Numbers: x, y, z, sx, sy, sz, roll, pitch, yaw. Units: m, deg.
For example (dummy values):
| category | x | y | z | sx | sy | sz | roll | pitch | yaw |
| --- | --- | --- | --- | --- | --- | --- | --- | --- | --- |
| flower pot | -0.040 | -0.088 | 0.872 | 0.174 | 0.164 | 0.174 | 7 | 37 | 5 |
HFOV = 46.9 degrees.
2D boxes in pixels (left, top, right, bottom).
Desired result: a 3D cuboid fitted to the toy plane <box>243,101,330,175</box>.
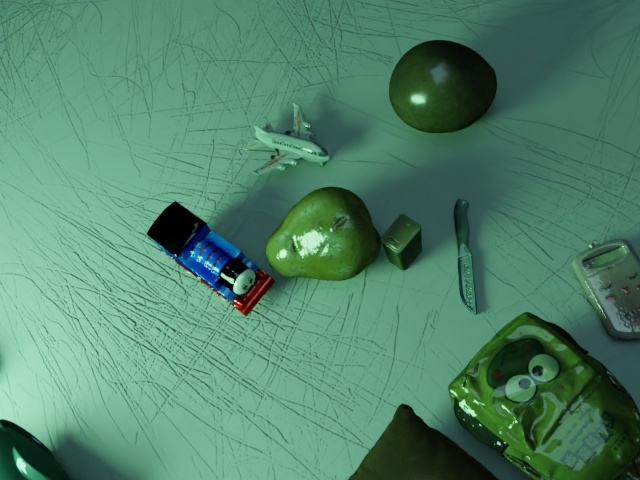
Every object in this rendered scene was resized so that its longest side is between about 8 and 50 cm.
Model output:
| category | x | y | z | sx | sy | sz | roll | pitch | yaw |
| --- | --- | --- | --- | --- | --- | --- | --- | --- | --- |
| toy plane | -0.055 | -0.175 | 1.358 | 0.171 | 0.065 | 0.162 | 24 | 72 | 18 |

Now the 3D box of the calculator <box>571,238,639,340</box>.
| category | x | y | z | sx | sy | sz | roll | pitch | yaw |
| --- | --- | --- | --- | --- | --- | --- | --- | --- | --- |
| calculator | 0.468 | 0.073 | 1.157 | 0.100 | 0.032 | 0.175 | -22 | 63 | 1 |

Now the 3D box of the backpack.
| category | x | y | z | sx | sy | sz | roll | pitch | yaw |
| --- | --- | --- | --- | --- | --- | --- | --- | --- | --- |
| backpack | 0.322 | 0.240 | 1.046 | 0.207 | 0.140 | 0.253 | -42 | 60 | -11 |

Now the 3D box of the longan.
| category | x | y | z | sx | sy | sz | roll | pitch | yaw |
| --- | --- | --- | --- | --- | --- | --- | --- | --- | --- |
| longan | 0.215 | -0.271 | 1.302 | 0.187 | 0.167 | 0.167 | 3 | 65 | -10 |

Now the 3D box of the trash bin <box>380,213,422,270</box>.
| category | x | y | z | sx | sy | sz | roll | pitch | yaw |
| --- | --- | --- | --- | --- | --- | --- | --- | --- | --- |
| trash bin | 0.136 | 0.006 | 1.221 | 0.043 | 0.092 | 0.061 | 36 | 77 | 23 |

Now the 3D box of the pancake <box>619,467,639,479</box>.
| category | x | y | z | sx | sy | sz | roll | pitch | yaw |
| --- | --- | --- | --- | --- | --- | --- | --- | --- | --- |
| pancake | 0.398 | 0.356 | 1.035 | 0.108 | 0.017 | 0.108 | -6 | 75 | 25 |

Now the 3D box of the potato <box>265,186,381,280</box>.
| category | x | y | z | sx | sy | sz | roll | pitch | yaw |
| --- | --- | --- | --- | --- | --- | --- | --- | --- | --- |
| potato | 0.000 | 0.000 | 1.224 | 0.194 | 0.157 | 0.157 | -22 | 63 | 14 |

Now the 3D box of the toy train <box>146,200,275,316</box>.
| category | x | y | z | sx | sy | sz | roll | pitch | yaw |
| --- | --- | --- | --- | --- | --- | --- | --- | --- | --- |
| toy train | -0.187 | 0.031 | 1.254 | 0.204 | 0.131 | 0.083 | 33 | 75 | 23 |

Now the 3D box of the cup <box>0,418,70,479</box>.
| category | x | y | z | sx | sy | sz | roll | pitch | yaw |
| --- | --- | --- | --- | --- | --- | --- | --- | --- | --- |
| cup | -0.529 | 0.413 | 1.120 | 0.257 | 0.219 | 0.290 | -52 | 35 | -14 |

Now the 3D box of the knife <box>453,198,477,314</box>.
| category | x | y | z | sx | sy | sz | roll | pitch | yaw |
| --- | --- | --- | --- | --- | --- | --- | --- | --- | --- |
| knife | 0.241 | 0.023 | 1.236 | 0.028 | 0.015 | 0.210 | -1 | 66 | 5 |

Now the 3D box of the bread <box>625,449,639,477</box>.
| category | x | y | z | sx | sy | sz | roll | pitch | yaw |
| --- | --- | --- | --- | --- | --- | --- | --- | --- | --- |
| bread | 0.457 | 0.312 | 1.049 | 0.088 | 0.033 | 0.049 | -18 | 70 | 2 |

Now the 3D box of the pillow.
| category | x | y | z | sx | sy | sz | roll | pitch | yaw |
| --- | --- | --- | --- | --- | --- | --- | --- | --- | --- |
| pillow | 0.141 | 0.433 | 1.014 | 0.308 | 0.108 | 0.305 | 35 | 77 | 27 |
